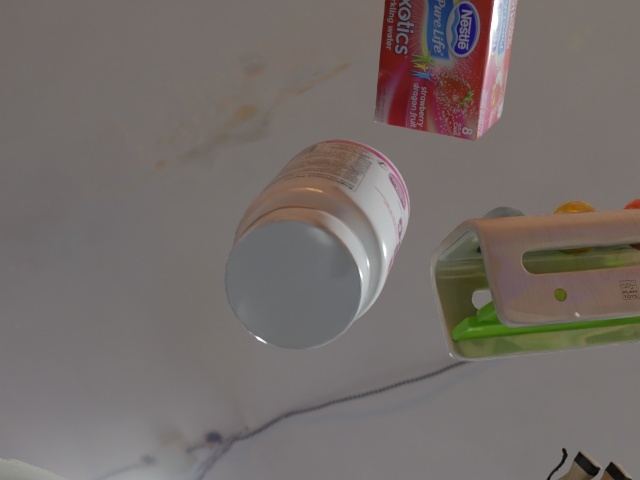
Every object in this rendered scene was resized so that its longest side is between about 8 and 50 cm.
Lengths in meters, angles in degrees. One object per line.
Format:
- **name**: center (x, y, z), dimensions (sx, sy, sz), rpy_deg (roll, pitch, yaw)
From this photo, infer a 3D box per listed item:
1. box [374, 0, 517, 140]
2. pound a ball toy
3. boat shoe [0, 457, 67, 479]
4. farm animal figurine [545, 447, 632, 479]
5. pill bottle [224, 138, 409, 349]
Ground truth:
- **box**: center (0.148, -0.257, 1.290), dimensions (0.128, 0.122, 0.256), rpy_deg (13, -65, 19)
- **pound a ball toy**: center (0.289, 0.010, 1.064), dimensions (0.208, 0.319, 0.135), rpy_deg (127, -45, -63)
- **boat shoe**: center (-0.158, 0.118, 0.398), dimensions (0.219, 0.078, 0.070), rpy_deg (21, -59, -31)
- **farm animal figurine**: center (0.322, 0.384, 1.297), dimensions (0.330, 0.327, 0.172), rpy_deg (30, -74, -24)
- **pill bottle**: center (0.000, 0.000, 1.194), dimensions (0.160, 0.283, 0.160), rpy_deg (4, -71, 11)
